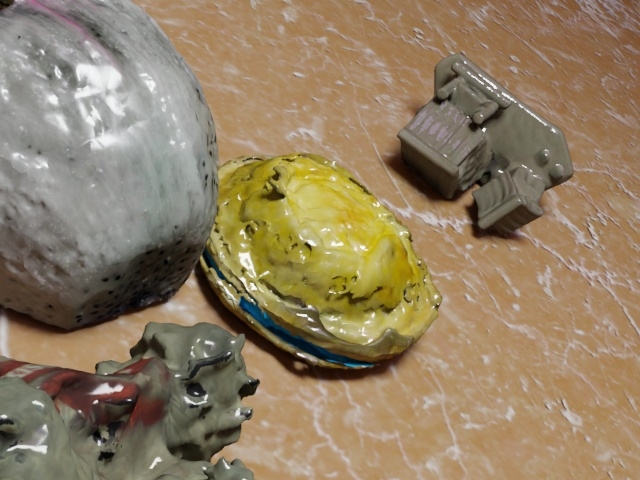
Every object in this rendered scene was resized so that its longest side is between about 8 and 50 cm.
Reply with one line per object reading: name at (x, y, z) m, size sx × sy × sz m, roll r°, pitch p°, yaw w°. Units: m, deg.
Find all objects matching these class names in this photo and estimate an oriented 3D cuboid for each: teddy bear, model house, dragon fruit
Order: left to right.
teddy bear at (-0.179, 0.125, 0.613) m, size 0.358 × 0.367 × 0.224 m, roll 13°, pitch 80°, yaw -17°
dragon fruit at (-0.189, -0.073, 0.973) m, size 0.221 × 0.204 × 0.283 m, roll 46°, pitch 35°, yaw 14°
model house at (0.194, -0.112, 1.433) m, size 0.229 × 0.122 × 0.188 m, roll 42°, pitch 36°, yaw 5°

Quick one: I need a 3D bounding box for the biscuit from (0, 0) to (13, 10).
biscuit at (-0.331, -0.196, 0.980) m, size 0.056 × 0.188 × 0.052 m, roll 3°, pitch 81°, yaw -60°

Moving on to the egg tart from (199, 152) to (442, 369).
egg tart at (0.000, 0.000, 1.135) m, size 0.291 × 0.107 × 0.290 m, roll 23°, pitch 34°, yaw -17°
